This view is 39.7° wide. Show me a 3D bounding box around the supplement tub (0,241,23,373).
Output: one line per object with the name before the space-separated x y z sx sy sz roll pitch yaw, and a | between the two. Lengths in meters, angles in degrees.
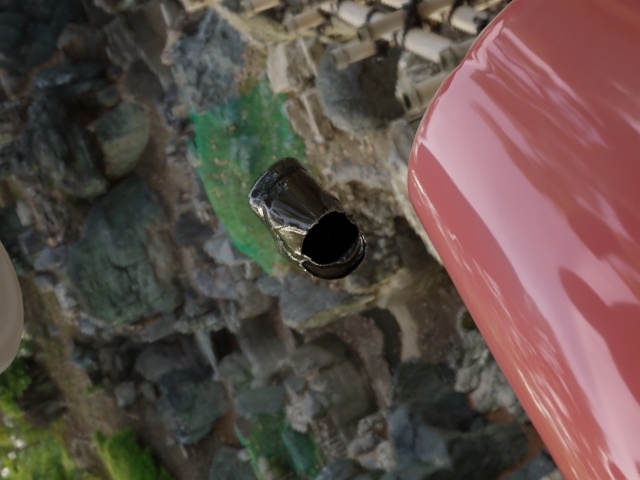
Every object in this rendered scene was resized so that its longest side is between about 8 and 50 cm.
supplement tub | -0.444 0.080 0.773 0.193 0.315 0.194 -20 -90 -83

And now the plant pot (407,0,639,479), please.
plant pot | 0.187 0.005 0.418 0.243 0.274 0.275 52 157 31

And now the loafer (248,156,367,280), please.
loafer | 0.000 0.000 0.845 0.078 0.080 0.220 45 -178 26
